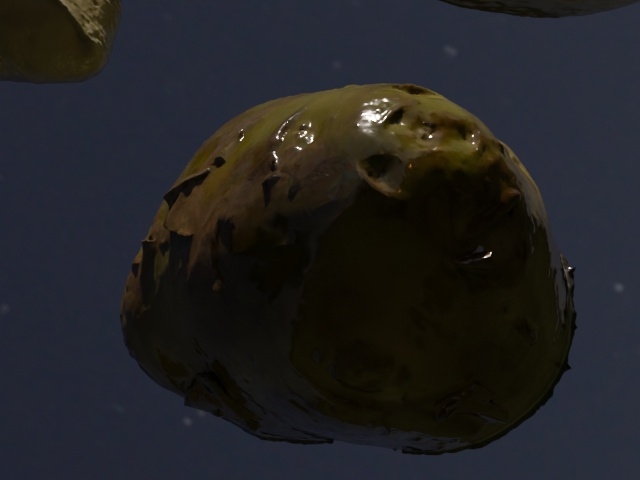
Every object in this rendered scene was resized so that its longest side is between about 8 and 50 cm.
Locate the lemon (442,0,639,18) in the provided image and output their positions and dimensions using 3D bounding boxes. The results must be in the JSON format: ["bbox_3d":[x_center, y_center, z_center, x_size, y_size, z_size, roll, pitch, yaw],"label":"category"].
[{"bbox_3d":[0.066,-0.160,0.583,0.187,0.244,0.186,-1,-89,-26],"label":"lemon"}]

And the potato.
[{"bbox_3d":[0.000,0.000,1.248,0.196,0.300,0.246,54,-133,-55],"label":"potato"}]

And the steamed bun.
[{"bbox_3d":[-0.249,-0.227,1.473,0.110,0.231,0.212,70,-151,-56],"label":"steamed bun"}]
